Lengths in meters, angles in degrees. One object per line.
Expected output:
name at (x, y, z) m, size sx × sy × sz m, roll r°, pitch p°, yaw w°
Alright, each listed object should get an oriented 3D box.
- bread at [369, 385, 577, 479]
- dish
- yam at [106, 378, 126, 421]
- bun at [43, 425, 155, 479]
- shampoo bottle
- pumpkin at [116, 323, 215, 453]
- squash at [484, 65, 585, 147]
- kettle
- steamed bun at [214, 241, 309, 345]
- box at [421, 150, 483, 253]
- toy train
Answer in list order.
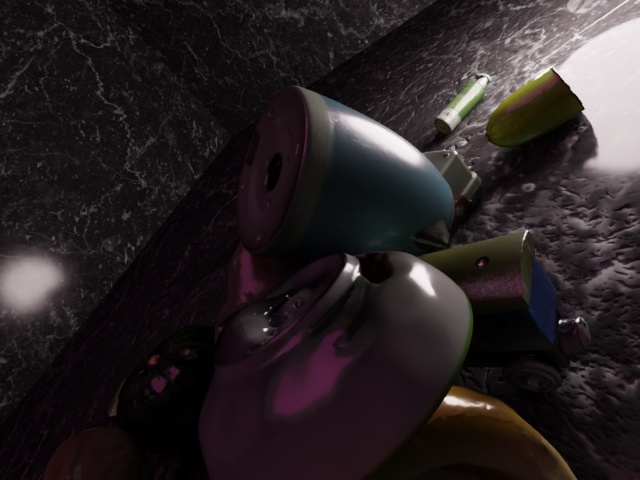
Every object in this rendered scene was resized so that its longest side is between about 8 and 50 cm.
bread at (0.073, 0.351, 0.432) m, size 0.424 × 0.329 × 0.245 m, roll -47°, pitch -14°, yaw -6°
dish at (-0.015, 0.102, 0.444) m, size 0.324 × 0.124 × 0.324 m, roll -37°, pitch 10°, yaw 8°
yam at (-0.612, 0.499, 1.293) m, size 0.069 × 0.070 × 0.146 m, roll -31°, pitch 30°, yaw 24°
bun at (-0.413, 0.539, 0.761) m, size 0.365 × 0.219 × 0.365 m, roll -34°, pitch 47°, yaw 46°
shampoo bottle at (0.408, -0.395, 1.180) m, size 0.204 × 0.065 × 0.065 m, roll -47°, pitch 27°, yaw -7°
pumpkin at (-0.323, 0.342, 0.974) m, size 0.300 × 0.207 × 0.300 m, roll -40°, pitch 12°, yaw 11°
squash at (0.445, -0.268, 0.891) m, size 0.186 × 0.123 × 0.123 m, roll -35°, pitch 27°, yaw 23°
kettle at (0.055, -0.094, 0.700) m, size 0.247 × 0.342 × 0.319 m, roll -63°, pitch 33°, yaw 27°
steamed bun at (-0.047, 0.115, 0.831) m, size 0.342 × 0.255 × 0.368 m, roll 94°, pitch -175°, yaw -67°
box at (0.234, -0.085, 0.896) m, size 0.210 × 0.129 × 0.148 m, roll -51°, pitch 27°, yaw -13°
toy train at (0.192, 0.114, 0.586) m, size 0.299 × 0.202 × 0.131 m, roll -19°, pitch 34°, yaw 43°
